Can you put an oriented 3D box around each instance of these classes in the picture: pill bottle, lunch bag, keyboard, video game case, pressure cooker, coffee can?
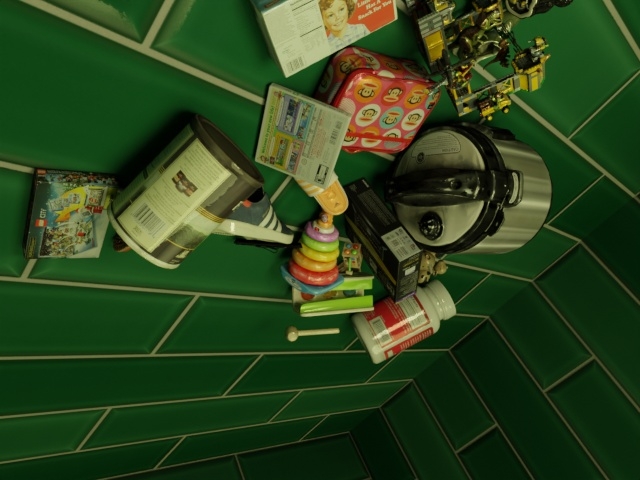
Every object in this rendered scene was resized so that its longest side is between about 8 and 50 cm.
[{"bbox_3d":[0.352,0.331,2.163,0.407,0.229,0.229,-27,147,-5],"label":"pill bottle"},{"bbox_3d":[0.119,-0.316,1.241,0.292,0.120,0.258,-2,142,-33],"label":"lunch bag"},{"bbox_3d":[-0.147,0.019,1.454,0.191,0.100,0.038,5,97,-3],"label":"keyboard"},{"bbox_3d":[-0.046,-0.236,1.186,0.193,0.023,0.213,22,135,2],"label":"video game case"},{"bbox_3d":[0.411,-0.138,1.457,0.420,0.376,0.370,1,139,-39],"label":"pressure cooker"},{"bbox_3d":[-0.287,-0.103,1.102,0.275,0.202,0.201,-42,145,9],"label":"coffee can"}]

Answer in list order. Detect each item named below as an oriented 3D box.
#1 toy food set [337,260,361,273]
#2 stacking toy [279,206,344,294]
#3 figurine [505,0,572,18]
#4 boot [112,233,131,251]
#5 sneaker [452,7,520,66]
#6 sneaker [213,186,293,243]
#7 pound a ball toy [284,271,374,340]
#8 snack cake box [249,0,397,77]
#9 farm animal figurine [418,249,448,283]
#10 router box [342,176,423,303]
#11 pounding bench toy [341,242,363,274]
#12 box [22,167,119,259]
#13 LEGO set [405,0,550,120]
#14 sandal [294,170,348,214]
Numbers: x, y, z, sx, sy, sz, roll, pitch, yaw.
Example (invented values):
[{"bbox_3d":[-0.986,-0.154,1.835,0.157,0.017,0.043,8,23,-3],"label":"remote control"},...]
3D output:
[{"bbox_3d":[0.088,0.132,1.881,0.132,0.038,0.192,-32,136,-7],"label":"toy food set"},{"bbox_3d":[0.000,0.000,1.543,0.165,0.175,0.302,-20,135,-46],"label":"stacking toy"},{"bbox_3d":[0.559,-0.637,1.184,0.209,0.092,0.215,-20,146,-28],"label":"figurine"},{"bbox_3d":[-0.434,-0.014,1.266,0.157,0.059,0.085,-33,152,3],"label":"boot"},{"bbox_3d":[0.428,-0.494,1.258,0.192,0.086,0.064,-32,147,3],"label":"sneaker"},{"bbox_3d":[-0.163,-0.075,1.345,0.131,0.148,0.350,5,177,20],"label":"sneaker"},{"bbox_3d":[0.019,0.221,1.775,0.318,0.135,0.208,-3,96,-19],"label":"pound a ball toy"},{"bbox_3d":[0.010,-0.454,0.990,0.264,0.089,0.152,-28,145,-3],"label":"snack cake box"},{"bbox_3d":[0.400,0.041,1.866,0.326,0.172,0.330,-39,146,13],"label":"farm animal figurine"},{"bbox_3d":[0.178,0.002,1.519,0.080,0.309,0.243,-26,147,-12],"label":"router box"},{"bbox_3d":[0.094,0.055,1.560,0.052,0.083,0.065,5,141,16],"label":"pounding bench toy"},{"bbox_3d":[-0.555,-0.052,1.130,0.159,0.044,0.233,0,136,-38],"label":"box"},{"bbox_3d":[0.319,-0.438,1.075,0.254,0.332,0.192,-16,148,17],"label":"LEGO set"},{"bbox_3d":[0.009,-0.148,1.362,0.102,0.076,0.265,-37,130,7],"label":"sandal"}]
